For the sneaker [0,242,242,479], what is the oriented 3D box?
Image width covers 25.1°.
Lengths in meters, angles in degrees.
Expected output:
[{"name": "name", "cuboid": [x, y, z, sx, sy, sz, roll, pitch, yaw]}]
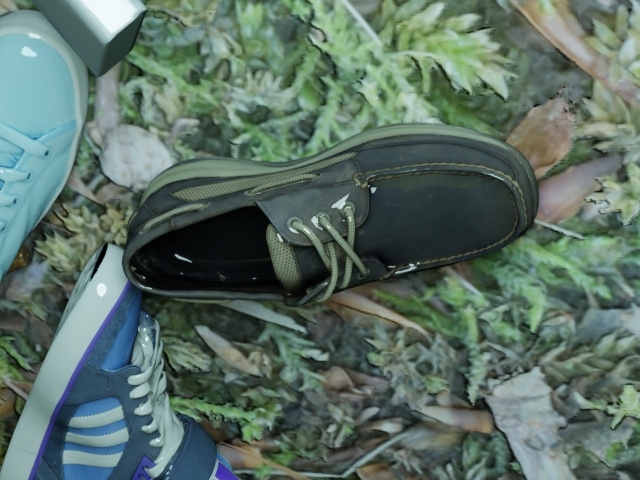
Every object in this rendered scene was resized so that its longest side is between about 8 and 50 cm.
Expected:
[{"name": "sneaker", "cuboid": [-0.152, 0.165, 1.346, 0.236, 0.130, 0.323, 23, 124, -8]}]

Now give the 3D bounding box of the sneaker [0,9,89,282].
[{"name": "sneaker", "cuboid": [-0.298, -0.014, 1.212, 0.135, 0.150, 0.366, 21, 116, -17]}]

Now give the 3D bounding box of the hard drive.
[{"name": "hard drive", "cuboid": [-0.244, -0.256, 1.024, 0.040, 0.203, 0.307, -42, 97, -8]}]

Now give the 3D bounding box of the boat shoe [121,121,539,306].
[{"name": "boat shoe", "cuboid": [0.000, 0.000, 1.159, 0.355, 0.130, 0.132, -8, 120, 25]}]

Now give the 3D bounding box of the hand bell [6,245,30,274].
[{"name": "hand bell", "cuboid": [-0.392, 0.028, 1.357, 0.242, 0.126, 0.126, -8, 121, 11]}]
